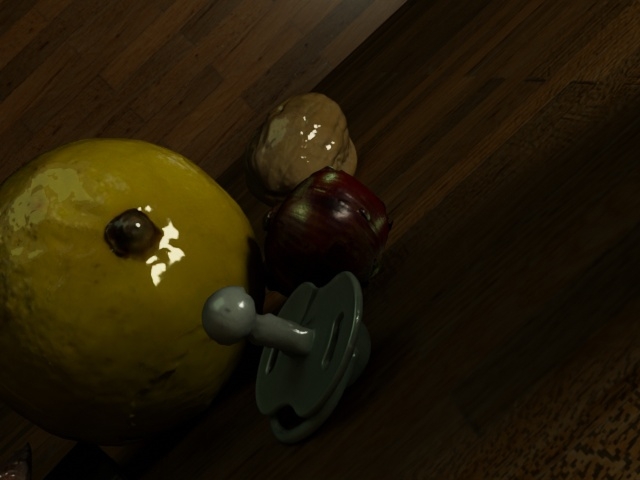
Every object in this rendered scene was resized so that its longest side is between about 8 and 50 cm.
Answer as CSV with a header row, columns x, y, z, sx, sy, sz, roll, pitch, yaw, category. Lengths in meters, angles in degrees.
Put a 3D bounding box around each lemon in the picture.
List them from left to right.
x,y,z,sx,sy,sz,roll,pitch,yaw,category
-0.192,0.050,0.835,0.297,0.297,0.297,-41,12,11,lemon

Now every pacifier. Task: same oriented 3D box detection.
x,y,z,sx,sy,sz,roll,pitch,yaw,category
-0.032,0.074,0.631,0.150,0.116,0.127,-5,65,65,pacifier

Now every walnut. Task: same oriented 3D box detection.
x,y,z,sx,sy,sz,roll,pitch,yaw,category
-0.025,-0.112,1.178,0.166,0.149,0.166,-57,-16,-26,walnut

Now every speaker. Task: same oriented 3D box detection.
x,y,z,sx,sy,sz,roll,pitch,yaw,category
-0.214,0.236,0.812,0.082,0.044,0.218,-47,13,-16,speaker

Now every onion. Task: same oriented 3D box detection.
x,y,z,sx,sy,sz,roll,pitch,yaw,category
0.000,0.000,0.771,0.118,0.118,0.117,-59,-16,-52,onion

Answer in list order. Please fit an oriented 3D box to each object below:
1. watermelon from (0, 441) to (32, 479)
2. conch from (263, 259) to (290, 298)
x,y,z,sx,sy,sz,roll,pitch,yaw,category
-0.324,0.288,0.777,0.193,0.140,0.257,-15,27,53,watermelon
-0.016,0.008,0.876,0.089,0.074,0.121,-65,-14,-61,conch
